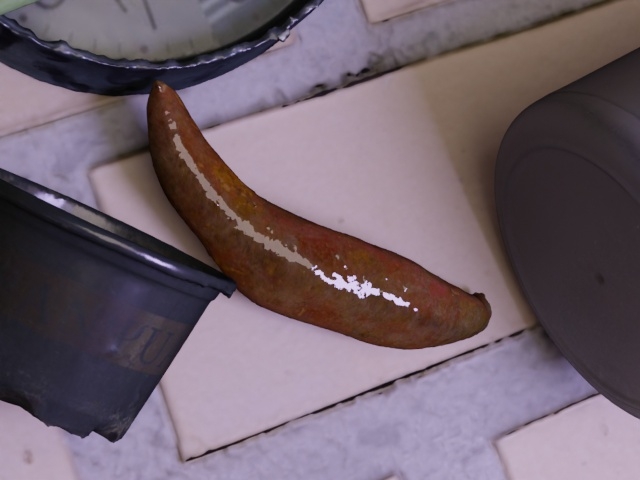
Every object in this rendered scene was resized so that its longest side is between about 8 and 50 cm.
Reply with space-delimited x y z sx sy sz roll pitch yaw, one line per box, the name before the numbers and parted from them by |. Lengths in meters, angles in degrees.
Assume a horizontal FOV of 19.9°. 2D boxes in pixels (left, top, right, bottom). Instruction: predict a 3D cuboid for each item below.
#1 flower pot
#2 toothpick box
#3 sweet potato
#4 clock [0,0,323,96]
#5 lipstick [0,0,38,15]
flower pot | -0.136 0.034 0.940 0.157 0.157 0.107 27 91 -18
toothpick box | 0.279 -0.057 1.069 0.316 0.229 0.229 -29 98 -22
sweet potato | -0.007 0.008 1.032 0.255 0.058 0.078 32 81 -22
clock | -0.105 -0.237 1.007 0.312 0.061 0.313 1 87 -22
lipstick | -0.250 -0.114 0.887 0.304 0.076 0.076 -21 95 -9
